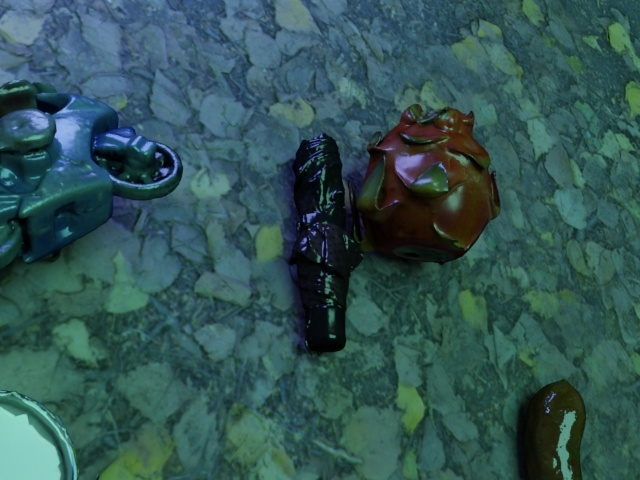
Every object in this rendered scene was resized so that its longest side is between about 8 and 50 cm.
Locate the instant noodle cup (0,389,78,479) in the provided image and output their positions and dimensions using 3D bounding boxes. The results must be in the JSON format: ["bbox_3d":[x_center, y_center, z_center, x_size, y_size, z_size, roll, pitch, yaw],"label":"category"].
[{"bbox_3d":[-0.320,0.235,0.705,0.205,0.153,0.204,14,62,-28],"label":"instant noodle cup"}]

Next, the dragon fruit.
[{"bbox_3d":[0.155,-0.079,1.137,0.224,0.224,0.227,11,67,-29],"label":"dragon fruit"}]

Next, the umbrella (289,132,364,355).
[{"bbox_3d":[0.000,0.000,1.070,0.094,0.090,0.325,28,51,-46],"label":"umbrella"}]

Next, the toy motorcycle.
[{"bbox_3d":[-0.333,-0.092,0.836,0.319,0.182,0.241,-30,85,-38],"label":"toy motorcycle"}]

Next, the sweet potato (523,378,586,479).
[{"bbox_3d":[0.351,0.348,1.133,0.097,0.097,0.291,15,68,-27],"label":"sweet potato"}]
